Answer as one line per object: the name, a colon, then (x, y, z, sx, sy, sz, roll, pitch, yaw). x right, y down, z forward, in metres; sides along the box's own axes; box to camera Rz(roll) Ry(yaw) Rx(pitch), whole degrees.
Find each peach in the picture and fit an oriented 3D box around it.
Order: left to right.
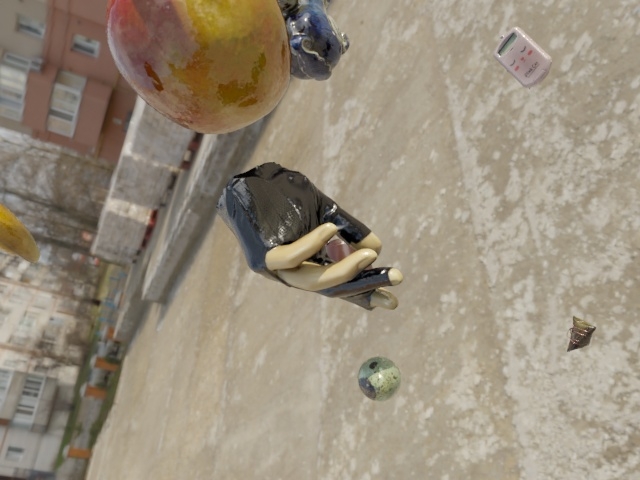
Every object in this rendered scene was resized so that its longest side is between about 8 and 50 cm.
peach: (-0.193, -0.328, 1.070, 0.307, 0.332, 0.308, -15, 48, 17)

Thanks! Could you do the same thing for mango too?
mango: (-0.503, -0.016, 1.006, 0.066, 0.101, 0.187, -60, -31, -21)

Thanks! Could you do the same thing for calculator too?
calculator: (0.528, -0.480, 1.679, 0.175, 0.032, 0.100, 54, 129, 23)

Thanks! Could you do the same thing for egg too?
egg: (0.114, 0.267, 1.229, 0.110, 0.085, 0.085, -94, 23, -81)

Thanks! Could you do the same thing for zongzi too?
zongzi: (0.603, 0.232, 1.500, 0.067, 0.073, 0.083, 31, 143, 55)

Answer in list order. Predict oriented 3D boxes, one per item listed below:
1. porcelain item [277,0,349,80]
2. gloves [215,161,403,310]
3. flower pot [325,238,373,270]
porcelain item: (-0.048, -0.462, 1.276, 0.138, 0.186, 0.288, -20, 65, 20)
gloves: (-0.006, 0.002, 0.952, 0.197, 0.301, 0.152, -33, -33, -50)
flower pot: (0.050, 0.044, 1.159, 0.111, 0.111, 0.089, 147, 119, -62)
